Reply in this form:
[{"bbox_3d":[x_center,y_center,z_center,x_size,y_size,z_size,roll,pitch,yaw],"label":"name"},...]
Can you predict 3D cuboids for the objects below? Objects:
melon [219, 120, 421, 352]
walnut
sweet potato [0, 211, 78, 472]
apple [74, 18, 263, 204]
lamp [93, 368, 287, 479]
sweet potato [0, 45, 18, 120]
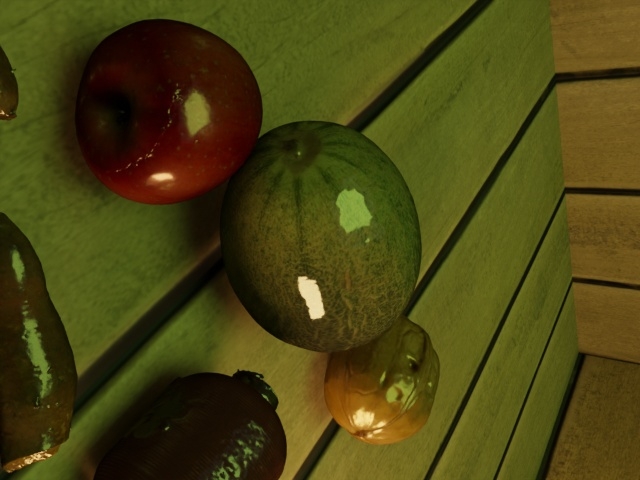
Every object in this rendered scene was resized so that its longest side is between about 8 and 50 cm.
[{"bbox_3d":[0.000,0.000,0.736,0.249,0.248,0.329,-58,154,-32],"label":"melon"},{"bbox_3d":[0.108,0.229,0.993,0.226,0.193,0.193,-50,132,-38],"label":"walnut"},{"bbox_3d":[-0.265,0.094,0.539,0.077,0.077,0.244,-11,104,-53],"label":"sweet potato"},{"bbox_3d":[-0.148,-0.124,0.589,0.168,0.180,0.181,7,89,-60],"label":"apple"},{"bbox_3d":[-0.147,0.261,0.663,0.258,0.180,0.180,-47,131,-38],"label":"lamp"},{"bbox_3d":[-0.350,-0.180,0.370,0.341,0.092,0.114,14,100,-53],"label":"sweet potato"}]
